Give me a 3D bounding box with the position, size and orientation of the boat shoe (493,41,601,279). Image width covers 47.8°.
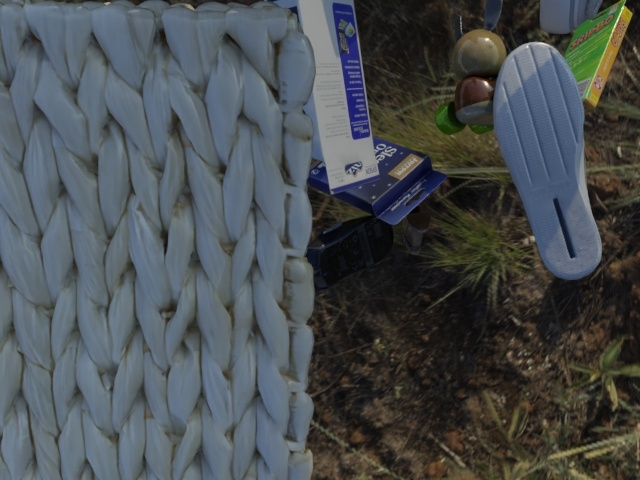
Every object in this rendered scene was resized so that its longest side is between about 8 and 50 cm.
[{"bbox_3d":[0.317,-0.110,1.039,0.121,0.119,0.335,-10,95,8],"label":"boat shoe"}]

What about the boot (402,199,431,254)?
[{"bbox_3d":[0.168,-0.013,1.272,0.042,0.118,0.087,-1,120,-1],"label":"boot"}]

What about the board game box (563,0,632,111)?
[{"bbox_3d":[0.503,-0.338,1.370,0.039,0.124,0.259,33,68,-18],"label":"board game box"}]

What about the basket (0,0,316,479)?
[{"bbox_3d":[-0.151,0.014,0.459,0.266,0.331,0.328,-2,105,-8],"label":"basket"}]

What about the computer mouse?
[{"bbox_3d":[0.000,0.000,1.242,0.060,0.262,0.184,30,149,54],"label":"computer mouse"}]

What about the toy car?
[{"bbox_3d":[0.263,-0.278,1.141,0.155,0.149,0.188,-16,83,52],"label":"toy car"}]

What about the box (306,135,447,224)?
[{"bbox_3d":[0.087,-0.112,1.212,0.136,0.036,0.225,-41,43,-20],"label":"box"}]

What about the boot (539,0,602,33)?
[{"bbox_3d":[0.234,-0.257,0.470,0.123,0.095,0.258,19,104,21],"label":"boot"}]

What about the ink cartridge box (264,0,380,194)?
[{"bbox_3d":[0.003,-0.235,1.026,0.065,0.165,0.332,-5,98,30],"label":"ink cartridge box"}]
